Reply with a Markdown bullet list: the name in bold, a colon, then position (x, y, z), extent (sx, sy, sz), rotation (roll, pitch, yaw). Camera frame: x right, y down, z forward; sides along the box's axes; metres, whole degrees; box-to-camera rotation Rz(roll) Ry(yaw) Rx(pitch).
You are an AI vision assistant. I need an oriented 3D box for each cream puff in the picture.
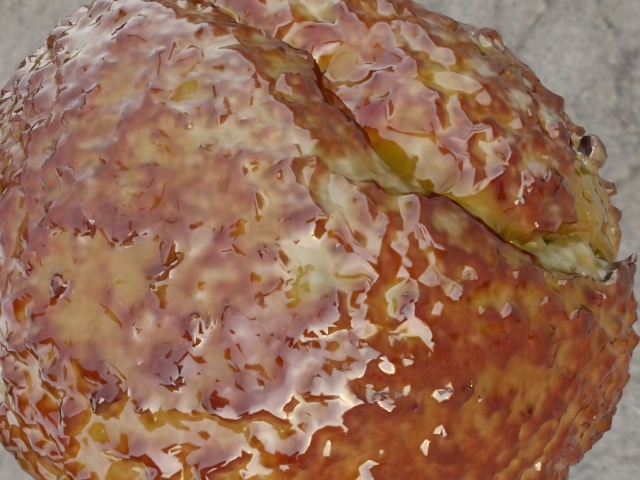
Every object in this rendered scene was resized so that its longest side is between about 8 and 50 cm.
- **cream puff**: position (0.000, 0.001, 0.427), extent (0.164, 0.240, 0.240), rotation (-59, 34, 32)
